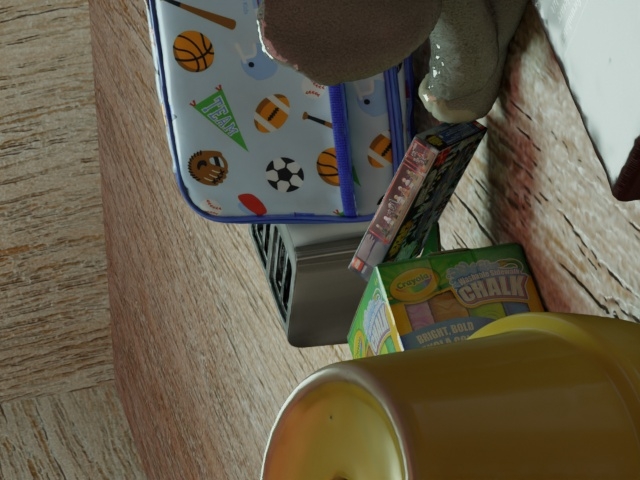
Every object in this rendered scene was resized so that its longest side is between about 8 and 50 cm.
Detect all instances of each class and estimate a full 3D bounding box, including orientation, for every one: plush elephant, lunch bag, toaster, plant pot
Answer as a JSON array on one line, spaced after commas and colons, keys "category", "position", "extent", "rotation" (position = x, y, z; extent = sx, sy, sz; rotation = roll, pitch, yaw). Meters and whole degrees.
[{"category": "plush elephant", "position": [0.025, -0.234, 1.214], "extent": [0.330, 0.255, 0.272], "rotation": [138, 121, -72]}, {"category": "lunch bag", "position": [-0.026, -0.164, 1.506], "extent": [0.115, 0.243, 0.303], "rotation": [-63, -29, -59]}, {"category": "toaster", "position": [0.000, 0.000, 1.729], "extent": [0.186, 0.110, 0.168], "rotation": [99, 156, -48]}, {"category": "plant pot", "position": [0.100, 0.167, 1.057], "extent": [0.254, 0.239, 0.254], "rotation": [-13, 74, 53]}]

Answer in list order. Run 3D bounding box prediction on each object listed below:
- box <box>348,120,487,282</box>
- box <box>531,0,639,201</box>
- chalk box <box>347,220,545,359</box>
[{"category": "box", "position": [0.081, -0.035, 1.368], "extent": [0.027, 0.094, 0.137], "rotation": [36, 121, 18]}, {"category": "box", "position": [0.202, -0.155, 0.783], "extent": [0.168, 0.167, 0.203], "rotation": [107, 150, -58]}, {"category": "chalk box", "position": [0.106, 0.089, 1.348], "extent": [0.132, 0.132, 0.213], "rotation": [105, 152, -56]}]
